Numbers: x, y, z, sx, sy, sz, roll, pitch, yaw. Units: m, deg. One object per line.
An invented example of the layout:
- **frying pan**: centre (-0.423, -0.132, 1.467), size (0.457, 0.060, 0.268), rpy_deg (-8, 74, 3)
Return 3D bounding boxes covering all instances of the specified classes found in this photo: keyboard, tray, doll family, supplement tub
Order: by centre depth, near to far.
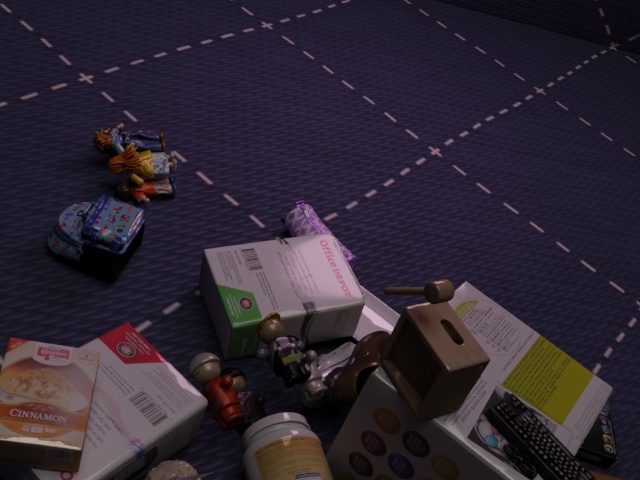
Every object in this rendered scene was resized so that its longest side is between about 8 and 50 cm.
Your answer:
- **keyboard**: centre (0.332, 0.319, 1.321), size (0.108, 0.023, 0.180), rpy_deg (-21, 56, -40)
- **supplement tub**: centre (-0.052, 0.411, 1.466), size (0.144, 0.144, 0.199), rpy_deg (0, 46, -26)
- **tray**: centre (0.108, 0.185, 1.865), size (0.270, 0.030, 0.145), rpy_deg (37, 40, 24)
- **doll family**: centre (-0.433, -0.205, 1.977), size (0.163, 0.118, 0.263), rpy_deg (-5, 48, -30)

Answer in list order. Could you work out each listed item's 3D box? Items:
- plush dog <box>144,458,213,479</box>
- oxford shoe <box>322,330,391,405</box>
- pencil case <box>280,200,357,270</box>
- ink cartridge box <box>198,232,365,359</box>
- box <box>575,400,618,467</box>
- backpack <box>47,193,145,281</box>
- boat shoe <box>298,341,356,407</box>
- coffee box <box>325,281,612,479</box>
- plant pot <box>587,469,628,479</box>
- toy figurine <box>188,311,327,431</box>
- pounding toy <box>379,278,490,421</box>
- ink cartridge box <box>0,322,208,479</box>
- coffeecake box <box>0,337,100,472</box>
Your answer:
- **plush dog**: centre (-0.234, 0.476, 1.272), size (0.262, 0.211, 0.225), rpy_deg (-18, 97, -42)
- **oxford shoe**: centre (0.100, 0.251, 1.670), size (0.096, 0.082, 0.227), rpy_deg (-5, 25, 35)
- **pencil case**: centre (0.000, 0.000, 1.988), size (0.086, 0.088, 0.206), rpy_deg (-20, 57, -38)
- **ink cartridge box**: centre (-0.082, 0.110, 1.773), size (0.289, 0.121, 0.211), rpy_deg (-7, 48, -21)
- **box**: centre (0.543, 0.382, 1.866), size (0.184, 0.045, 0.190), rpy_deg (21, 39, -7)
- **backpack**: centre (-0.464, -0.020, 1.764), size (0.173, 0.116, 0.158), rpy_deg (22, 39, 1)
- **boat shoe**: centre (0.017, 0.266, 1.723), size (0.076, 0.083, 0.226), rpy_deg (33, 27, 27)
- **coffee box**: centre (0.248, 0.346, 1.532), size (0.334, 0.337, 0.338), rpy_deg (37, 42, 16)
- **plant pot**: centre (0.520, 0.527, 1.576), size (0.254, 0.237, 0.237), rpy_deg (27, 39, 20)
- **toy figurine**: centre (-0.110, 0.243, 1.549), size (0.210, 0.213, 0.148), rpy_deg (-35, 63, 3)
- **pounding toy**: centre (0.174, 0.135, 1.310), size (0.094, 0.206, 0.181), rpy_deg (-8, 48, -31)
- **ink cartridge box**: centre (-0.379, 0.304, 1.435), size (0.226, 0.131, 0.306), rpy_deg (41, 45, 20)
- **coffeecake box**: centre (-0.426, 0.250, 1.319), size (0.142, 0.068, 0.185), rpy_deg (10, 43, -13)
